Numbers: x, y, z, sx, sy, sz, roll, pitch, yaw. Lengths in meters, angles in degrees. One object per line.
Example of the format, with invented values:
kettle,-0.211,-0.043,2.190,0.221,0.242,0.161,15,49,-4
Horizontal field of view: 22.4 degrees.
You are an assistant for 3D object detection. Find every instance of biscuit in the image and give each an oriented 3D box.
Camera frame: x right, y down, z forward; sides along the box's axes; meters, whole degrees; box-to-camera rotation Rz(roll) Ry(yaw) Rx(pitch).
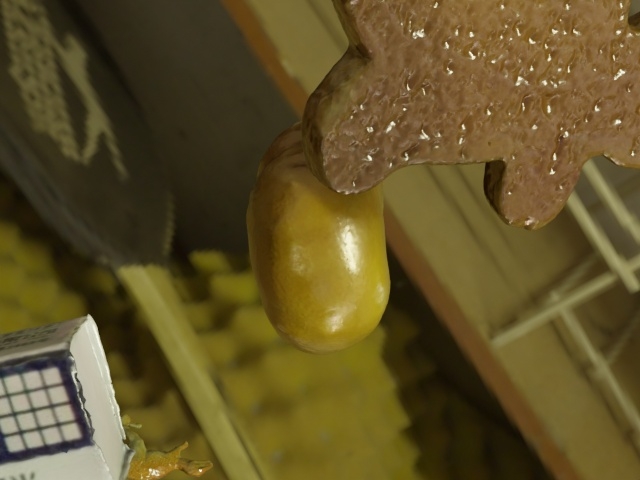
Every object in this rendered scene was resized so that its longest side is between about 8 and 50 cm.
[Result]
biscuit,0.181,-0.148,1.431,0.432,0.283,0.064,0,25,-28

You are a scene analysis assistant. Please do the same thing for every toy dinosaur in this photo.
toy dinosaur,-0.219,0.265,1.870,0.126,0.039,0.162,28,36,26

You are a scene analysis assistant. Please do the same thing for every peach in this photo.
peach,0.000,0.000,1.719,0.251,0.153,0.251,4,90,-89

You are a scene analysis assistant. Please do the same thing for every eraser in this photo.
eraser,-0.297,0.150,1.219,0.086,0.287,0.130,-77,152,-71
